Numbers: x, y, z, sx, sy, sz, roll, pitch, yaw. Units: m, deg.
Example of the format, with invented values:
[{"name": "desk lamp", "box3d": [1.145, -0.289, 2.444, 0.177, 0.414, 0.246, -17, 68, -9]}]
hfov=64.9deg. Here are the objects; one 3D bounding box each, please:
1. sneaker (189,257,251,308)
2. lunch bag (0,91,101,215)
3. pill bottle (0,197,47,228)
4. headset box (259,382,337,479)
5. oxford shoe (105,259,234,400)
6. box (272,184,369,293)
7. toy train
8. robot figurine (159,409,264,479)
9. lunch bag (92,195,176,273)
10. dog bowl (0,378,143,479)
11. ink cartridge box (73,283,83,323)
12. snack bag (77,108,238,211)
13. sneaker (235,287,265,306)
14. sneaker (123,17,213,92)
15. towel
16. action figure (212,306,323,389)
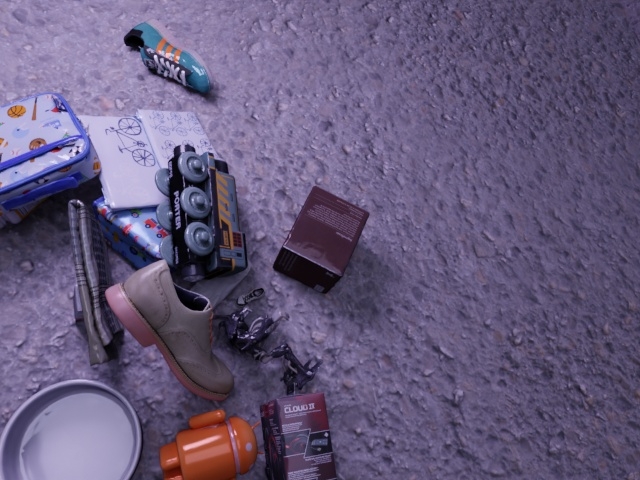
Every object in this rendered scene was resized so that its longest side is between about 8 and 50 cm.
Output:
[{"name": "sneaker", "box3d": [-0.262, 0.113, 1.261, 0.090, 0.094, 0.235, 37, 44, 7]}, {"name": "lunch bag", "box3d": [-0.656, -0.191, 1.118, 0.304, 0.115, 0.243, -28, 66, -17]}, {"name": "pill bottle", "box3d": [-0.726, -0.122, 1.207, 0.117, 0.117, 0.215, 36, 63, 1]}, {"name": "headset box", "box3d": [-0.052, 0.463, 1.094, 0.110, 0.218, 0.293, -3, 69, -18]}, {"name": "oxford shoe", "box3d": [-0.272, 0.205, 1.073, 0.147, 0.396, 0.140, -38, 41, -9]}, {"name": "box", "box3d": [0.000, 0.000, 1.329, 0.167, 0.168, 0.203, 27, 63, -3]}, {"name": "toy train", "box3d": [-0.274, -0.060, 1.184, 0.190, 0.142, 0.333, 13, 61, -49]}, {"name": "robot figurine", "box3d": [-0.233, 0.459, 1.095, 0.220, 0.128, 0.158, -10, 64, -19]}, {"name": "lunch bag", "box3d": [-0.388, -0.071, 1.292, 0.221, 0.138, 0.293, 38, 51, 4]}, {"name": "dog bowl", "box3d": [-0.507, 0.429, 1.045, 0.265, 0.104, 0.264, 6, 66, -13]}, {"name": "ink cartridge box", "box3d": [-0.545, 0.146, 1.150, 0.029, 0.115, 0.062, -4, 69, -30]}, {"name": "snack bag", "box3d": [-0.421, -0.219, 1.294, 0.343, 0.037, 0.323, -9, 60, -39]}, {"name": "sneaker", "box3d": [-0.180, 0.142, 1.293, 0.083, 0.037, 0.031, -27, 79, -22]}, {"name": "sneaker", "box3d": [-0.443, -0.517, 1.463, 0.302, 0.108, 0.121, 42, 64, 13]}, {"name": "towel", "box3d": [-0.463, 0.094, 1.057, 0.056, 0.312, 0.323, -9, 86, -20]}, {"name": "action figure", "box3d": [-0.131, 0.232, 1.208, 0.276, 0.164, 0.140, 38, 73, -8]}]
